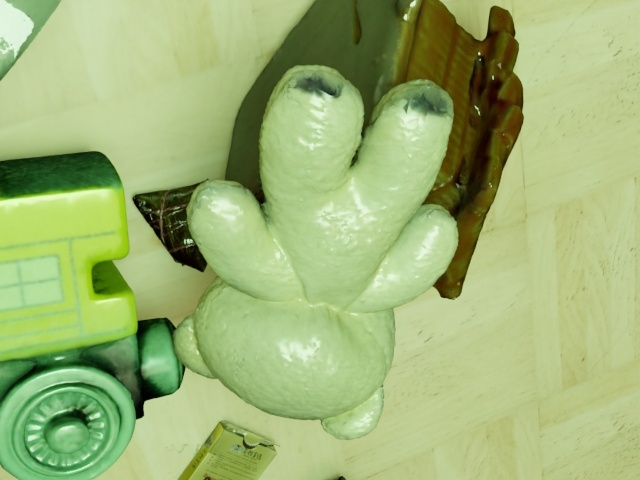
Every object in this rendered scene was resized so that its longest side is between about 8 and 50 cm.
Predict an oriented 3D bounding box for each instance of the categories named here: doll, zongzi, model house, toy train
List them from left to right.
[{"bbox_3d":[-0.321,0.060,0.636,0.442,0.179,0.272,-9,108,-21],"label":"toy train"},{"bbox_3d":[-0.121,-0.002,0.771,0.067,0.073,0.083,-15,78,-18],"label":"zongzi"},{"bbox_3d":[0.004,0.000,0.642,0.175,0.149,0.278,24,123,7],"label":"doll"},{"bbox_3d":[0.069,-0.084,0.755,0.229,0.220,0.199,35,54,-38],"label":"model house"}]

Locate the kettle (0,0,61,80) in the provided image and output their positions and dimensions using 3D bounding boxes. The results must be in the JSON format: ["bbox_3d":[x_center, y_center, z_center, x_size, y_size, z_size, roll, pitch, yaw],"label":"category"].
[{"bbox_3d":[-0.302,-0.180,0.524,0.255,0.165,0.240,37,83,-33],"label":"kettle"}]

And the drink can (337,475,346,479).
[{"bbox_3d":[-0.055,0.347,0.929,0.235,0.097,0.097,-29,122,-10],"label":"drink can"}]

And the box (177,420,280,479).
[{"bbox_3d":[-0.111,0.253,0.904,0.073,0.020,0.149,33,96,-31],"label":"box"}]
